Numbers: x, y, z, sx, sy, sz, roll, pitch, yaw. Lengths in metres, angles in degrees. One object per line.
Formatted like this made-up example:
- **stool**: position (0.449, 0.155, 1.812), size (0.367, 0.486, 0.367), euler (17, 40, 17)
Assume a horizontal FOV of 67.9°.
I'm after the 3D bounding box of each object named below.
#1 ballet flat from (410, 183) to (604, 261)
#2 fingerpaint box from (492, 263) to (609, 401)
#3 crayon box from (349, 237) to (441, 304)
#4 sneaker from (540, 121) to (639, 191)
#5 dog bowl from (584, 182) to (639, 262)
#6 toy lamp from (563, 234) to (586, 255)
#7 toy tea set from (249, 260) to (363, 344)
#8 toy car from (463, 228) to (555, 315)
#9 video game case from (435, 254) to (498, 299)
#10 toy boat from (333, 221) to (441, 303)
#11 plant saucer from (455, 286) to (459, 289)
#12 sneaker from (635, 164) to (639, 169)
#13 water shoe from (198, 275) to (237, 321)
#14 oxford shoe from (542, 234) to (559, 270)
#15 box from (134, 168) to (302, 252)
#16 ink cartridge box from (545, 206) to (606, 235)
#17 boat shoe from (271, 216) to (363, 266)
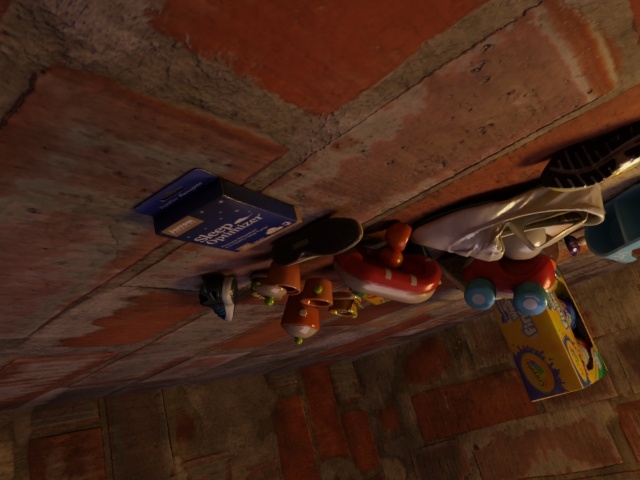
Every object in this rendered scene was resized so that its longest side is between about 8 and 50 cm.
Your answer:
- **ballet flat**: position (0.394, -0.030, 0.996), size (0.401, 0.139, 0.139), euler (-18, 160, 6)
- **fingerpaint box**: position (0.715, 0.250, 1.528), size (0.163, 0.444, 0.371), euler (-31, 155, 34)
- **crayon box**: position (0.203, 0.093, 1.256), size (0.202, 0.081, 0.318), euler (-21, 160, 15)
- **sneaker**: position (0.509, -0.136, 0.870), size (0.209, 0.081, 0.094), euler (-20, 162, 10)
- **dog bowl**: position (0.800, -0.048, 1.224), size (0.074, 0.165, 0.297), euler (1, 158, -10)
- **toy lamp**: position (0.883, -0.037, 1.427), size (0.275, 0.080, 0.080), euler (-28, 157, 34)
- **toy tea set**: position (-0.053, 0.153, 1.069), size (0.200, 0.124, 0.336), euler (-8, 154, 32)
- **toy car**: position (0.449, 0.016, 1.136), size (0.211, 0.237, 0.219), euler (3, -152, 24)
- **video game case**: position (0.458, 0.088, 1.296), size (0.207, 0.227, 0.026), euler (-12, 116, -10)
- **toy boat**: position (0.150, 0.034, 0.995), size (0.231, 0.151, 0.151), euler (14, 107, -22)
- **plant saucer**: position (0.569, 0.137, 1.725), size (0.169, 0.029, 0.168), euler (-13, 161, -5)
- **sneaker**: position (0.694, -0.156, 0.858), size (0.090, 0.144, 0.270), euler (-11, 160, -12)
- **water shoe**: position (-0.228, 0.123, 1.061), size (0.080, 0.072, 0.203), euler (10, 152, -6)
- **oxford shoe**: position (0.588, 0.002, 1.324), size (0.097, 0.098, 0.271), euler (17, 173, 45)
- **box**: position (-0.147, -0.035, 0.718), size (0.137, 0.036, 0.225), euler (-26, 157, 26)
- **ink cartridge box**: position (0.627, -0.066, 1.202), size (0.145, 0.045, 0.179), euler (-30, 159, 33)
- **boat shoe**: position (0.000, 0.000, 0.896), size (0.190, 0.068, 0.072), euler (-15, 175, 27)
